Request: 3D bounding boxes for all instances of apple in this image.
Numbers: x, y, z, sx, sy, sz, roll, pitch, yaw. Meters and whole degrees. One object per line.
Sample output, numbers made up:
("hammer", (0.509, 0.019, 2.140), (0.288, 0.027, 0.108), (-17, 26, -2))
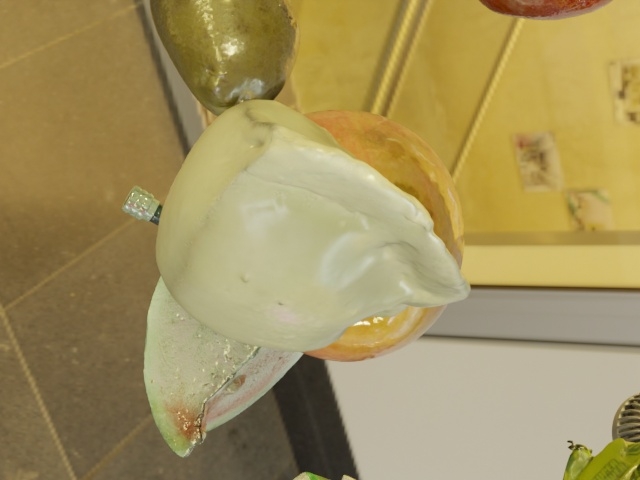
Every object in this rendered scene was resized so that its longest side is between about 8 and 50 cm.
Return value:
("apple", (0.036, 0.000, 1.464), (0.364, 0.363, 0.364), (1, 89, -56))

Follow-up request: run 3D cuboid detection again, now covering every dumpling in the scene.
("dumpling", (0.000, 0.000, 0.593), (0.179, 0.252, 0.132), (27, 65, -10))

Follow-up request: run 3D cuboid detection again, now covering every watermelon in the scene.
("watermelon", (-0.120, 0.180, 1.607), (0.289, 0.213, 0.320), (16, 70, -41))

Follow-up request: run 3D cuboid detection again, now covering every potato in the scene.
("potato", (-0.115, -0.263, 1.278), (0.159, 0.174, 0.252), (60, 16, -74))

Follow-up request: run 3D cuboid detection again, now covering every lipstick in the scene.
("lipstick", (-0.184, -0.025, 1.260), (0.116, 0.037, 0.037), (29, 61, -15))

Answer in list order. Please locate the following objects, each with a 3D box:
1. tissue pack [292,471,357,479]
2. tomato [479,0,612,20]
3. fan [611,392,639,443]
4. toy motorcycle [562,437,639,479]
("tissue pack", (0.057, 0.421, 1.469), (0.209, 0.156, 0.148), (30, 26, -31))
("tomato", (0.237, -0.344, 1.143), (0.095, 0.236, 0.237), (-45, 126, -48))
("fan", (0.506, 0.317, 1.425), (0.130, 0.074, 0.244), (-31, 81, -21))
("toy motorcycle", (0.418, 0.280, 1.211), (0.342, 0.206, 0.142), (-26, 115, -7))
